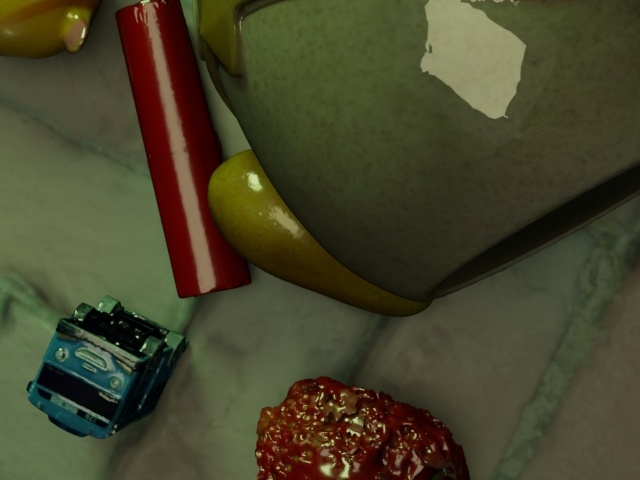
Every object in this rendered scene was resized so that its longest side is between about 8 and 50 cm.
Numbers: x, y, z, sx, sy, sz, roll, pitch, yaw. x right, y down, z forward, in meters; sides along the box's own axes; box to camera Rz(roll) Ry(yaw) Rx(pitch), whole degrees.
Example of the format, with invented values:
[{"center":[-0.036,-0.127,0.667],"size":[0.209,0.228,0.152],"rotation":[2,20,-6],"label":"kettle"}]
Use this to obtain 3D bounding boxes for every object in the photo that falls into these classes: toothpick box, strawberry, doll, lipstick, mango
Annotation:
[{"center":[0.095,-0.197,1.554],"size":[0.409,0.409,0.425],"rotation":[-29,81,7],"label":"toothpick box"},{"center":[0.026,0.210,1.693],"size":[0.201,0.184,0.187],"rotation":[47,116,30],"label":"strawberry"},{"center":[-0.321,-0.261,1.739],"size":[0.270,0.162,0.166],"rotation":[20,78,-3],"label":"doll"},{"center":[-0.129,-0.087,1.755],"size":[0.073,0.073,0.279],"rotation":[-13,90,7],"label":"lipstick"},{"center":[0.000,0.000,1.705],"size":[0.227,0.136,0.099],"rotation":[30,87,-5],"label":"mango"}]

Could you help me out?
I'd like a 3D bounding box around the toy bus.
[{"center":[-0.191,0.117,1.706],"size":[0.090,0.185,0.106],"rotation":[28,96,7],"label":"toy bus"}]
